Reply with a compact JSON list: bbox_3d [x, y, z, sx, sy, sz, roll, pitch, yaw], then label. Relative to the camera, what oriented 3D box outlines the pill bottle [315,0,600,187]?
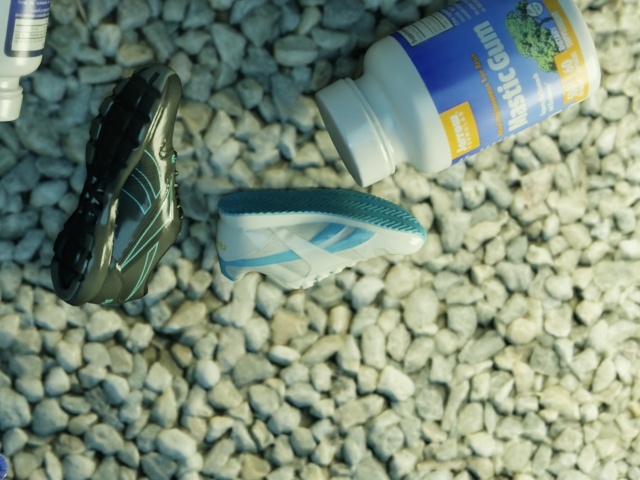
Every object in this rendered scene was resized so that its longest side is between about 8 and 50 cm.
[{"bbox_3d":[0.139,-0.163,1.631,0.272,0.152,0.152,-27,111,-5],"label":"pill bottle"}]

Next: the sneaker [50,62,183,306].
[{"bbox_3d":[-0.193,-0.055,1.629,0.106,0.101,0.267,13,106,-37],"label":"sneaker"}]

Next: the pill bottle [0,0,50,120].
[{"bbox_3d":[-0.322,-0.217,1.522,0.112,0.112,0.187,8,105,-16],"label":"pill bottle"}]

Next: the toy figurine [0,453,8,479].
[{"bbox_3d":[-0.399,0.335,1.695,0.362,0.191,0.217,8,75,-9],"label":"toy figurine"}]

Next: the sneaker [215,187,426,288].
[{"bbox_3d":[0.000,0.000,1.691,0.228,0.087,0.092,2,114,-7],"label":"sneaker"}]
